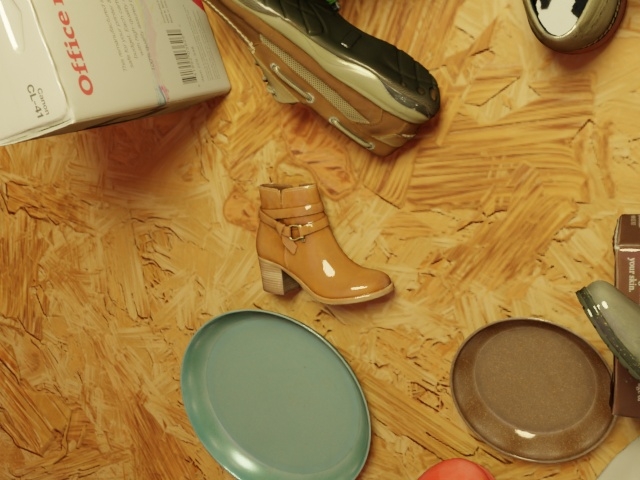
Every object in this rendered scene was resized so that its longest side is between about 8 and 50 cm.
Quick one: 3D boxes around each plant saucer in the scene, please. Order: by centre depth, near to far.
[{"bbox_3d":[0.262,0.180,0.828,0.199,0.036,0.198,8,111,22],"label":"plant saucer"},{"bbox_3d":[-0.068,0.243,1.001,0.318,0.044,0.317,8,110,22],"label":"plant saucer"}]

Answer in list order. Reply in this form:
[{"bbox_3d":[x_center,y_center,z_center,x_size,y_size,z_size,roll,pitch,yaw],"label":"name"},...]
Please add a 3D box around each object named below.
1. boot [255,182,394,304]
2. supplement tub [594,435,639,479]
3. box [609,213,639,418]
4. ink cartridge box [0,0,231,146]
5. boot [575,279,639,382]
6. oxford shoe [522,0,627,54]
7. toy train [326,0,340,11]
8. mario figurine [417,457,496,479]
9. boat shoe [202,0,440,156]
[{"bbox_3d":[0.000,0.000,0.872,0.197,0.073,0.152,4,104,21],"label":"boot"},{"bbox_3d":[0.457,0.370,0.682,0.331,0.241,0.241,42,119,8],"label":"supplement tub"},{"bbox_3d":[0.484,0.076,0.631,0.382,0.143,0.191,2,107,26],"label":"box"},{"bbox_3d":[-0.261,-0.249,0.773,0.131,0.306,0.226,-12,101,28],"label":"ink cartridge box"},{"bbox_3d":[0.362,0.082,0.578,0.246,0.083,0.161,41,112,2],"label":"boot"},{"bbox_3d":[0.230,-0.349,0.607,0.123,0.130,0.348,-4,103,29],"label":"oxford shoe"},{"bbox_3d":[-0.011,-0.273,0.814,0.083,0.017,0.023,-24,106,30],"label":"toy train"},{"bbox_3d":[0.189,0.415,0.918,0.198,0.170,0.320,-6,121,-10],"label":"mario figurine"},{"bbox_3d":[-0.021,-0.209,0.771,0.324,0.122,0.120,36,129,2],"label":"boat shoe"}]
